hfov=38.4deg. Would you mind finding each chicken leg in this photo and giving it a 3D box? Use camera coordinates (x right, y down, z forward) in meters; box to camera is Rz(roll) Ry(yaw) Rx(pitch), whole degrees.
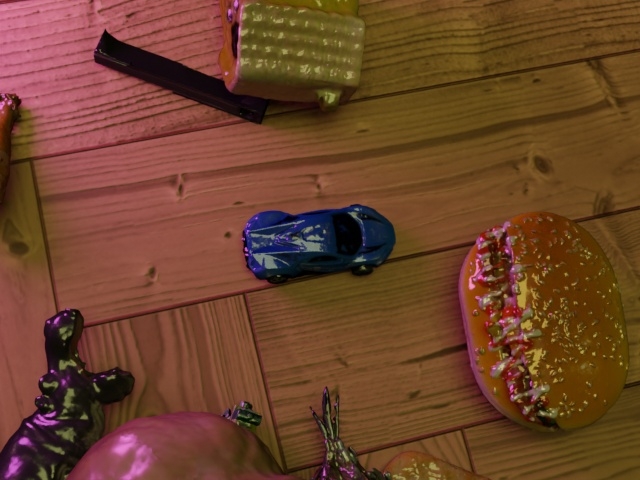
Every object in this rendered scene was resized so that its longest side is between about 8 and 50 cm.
[{"bbox_3d":[-0.454,-0.116,1.248,0.085,0.101,0.207,13,53,-7],"label":"chicken leg"}]

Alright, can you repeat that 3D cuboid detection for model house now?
[{"bbox_3d":[-0.041,-0.302,1.289,0.193,0.175,0.234,2,70,-21],"label":"model house"}]

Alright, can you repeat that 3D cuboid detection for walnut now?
[{"bbox_3d":[-0.148,0.375,0.972,0.381,0.381,0.381,2,74,-7],"label":"walnut"}]

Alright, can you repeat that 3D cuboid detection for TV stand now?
[{"bbox_3d":[-0.198,-0.239,1.332,0.257,0.040,0.049,20,73,-1],"label":"TV stand"}]

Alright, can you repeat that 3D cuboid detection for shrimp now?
[{"bbox_3d":[0.059,0.366,1.138,0.172,0.137,0.372,-8,85,7],"label":"shrimp"}]

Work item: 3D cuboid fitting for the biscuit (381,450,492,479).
[{"bbox_3d":[0.191,0.365,1.219,0.247,0.029,0.118,22,72,-1],"label":"biscuit"}]

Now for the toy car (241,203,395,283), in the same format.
[{"bbox_3d":[0.000,0.000,1.279,0.216,0.063,0.103,-6,75,-9],"label":"toy car"}]

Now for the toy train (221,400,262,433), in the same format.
[{"bbox_3d":[-0.112,0.264,1.183,0.050,0.081,0.122,20,73,-8],"label":"toy train"}]

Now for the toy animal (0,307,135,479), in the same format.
[{"bbox_3d":[-0.327,0.264,1.142,0.168,0.106,0.343,26,72,-8],"label":"toy animal"}]

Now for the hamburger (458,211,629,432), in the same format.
[{"bbox_3d":[0.304,0.111,1.247,0.227,0.151,0.295,-7,74,-12],"label":"hamburger"}]
